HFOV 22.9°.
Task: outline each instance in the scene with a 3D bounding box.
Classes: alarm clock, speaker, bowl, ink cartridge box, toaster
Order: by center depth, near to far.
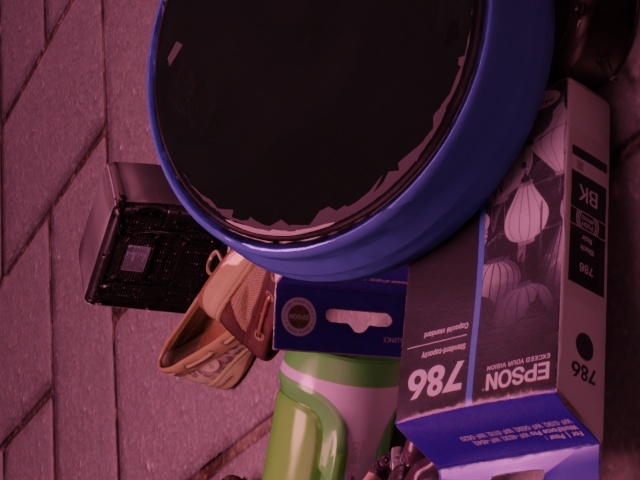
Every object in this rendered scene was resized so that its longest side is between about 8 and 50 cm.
[{"bbox_3d":[0.143,0.048,1.238,0.165,0.065,0.333,-19,57,42],"label":"ink cartridge box"},{"bbox_3d":[0.192,-0.189,1.307,0.192,0.064,0.129,-160,77,-68],"label":"alarm clock"},{"bbox_3d":[0.008,-0.163,1.323,0.391,0.077,0.391,-9,74,36],"label":"bowl"},{"bbox_3d":[0.051,-0.080,1.444,0.069,0.175,0.371,-9,77,64],"label":"ink cartridge box"},{"bbox_3d":[0.001,0.244,1.545,0.131,0.131,0.296,-150,68,-63],"label":"speaker"},{"bbox_3d":[-0.208,-0.006,2.002,0.110,0.168,0.186,-114,37,-48],"label":"toaster"}]

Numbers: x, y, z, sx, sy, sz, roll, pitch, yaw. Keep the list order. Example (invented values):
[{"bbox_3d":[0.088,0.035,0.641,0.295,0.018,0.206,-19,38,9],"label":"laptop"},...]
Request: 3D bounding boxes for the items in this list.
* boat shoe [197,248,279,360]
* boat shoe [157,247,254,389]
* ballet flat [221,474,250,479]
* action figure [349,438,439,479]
[{"bbox_3d":[0.000,0.000,1.645,0.123,0.123,0.342,50,124,15],"label":"boat shoe"},{"bbox_3d":[-0.106,0.082,1.852,0.285,0.089,0.104,120,147,-41],"label":"boat shoe"},{"bbox_3d":[-0.056,0.325,1.744,0.084,0.058,0.250,66,171,-22],"label":"ballet flat"},{"bbox_3d":[0.082,0.213,1.371,0.285,0.099,0.185,-57,16,28],"label":"action figure"}]
